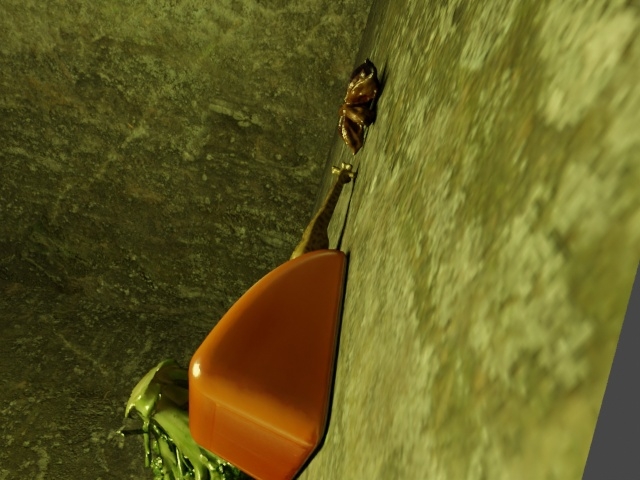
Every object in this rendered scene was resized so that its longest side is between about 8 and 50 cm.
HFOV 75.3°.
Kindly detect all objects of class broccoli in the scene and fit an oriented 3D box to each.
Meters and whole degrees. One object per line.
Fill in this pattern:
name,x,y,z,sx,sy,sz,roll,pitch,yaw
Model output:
broccoli,-0.215,0.346,0.754,0.321,0.283,0.303,-42,21,13

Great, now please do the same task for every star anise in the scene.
star anise,0.063,-0.229,0.711,0.168,0.058,0.167,-164,90,-87

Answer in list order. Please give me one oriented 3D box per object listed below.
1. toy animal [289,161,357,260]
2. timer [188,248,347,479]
toy animal,-0.004,0.001,0.704,0.149,0.054,0.275,-14,-60,-65
timer,-0.051,0.161,0.570,0.250,0.162,0.257,-58,-9,-43
